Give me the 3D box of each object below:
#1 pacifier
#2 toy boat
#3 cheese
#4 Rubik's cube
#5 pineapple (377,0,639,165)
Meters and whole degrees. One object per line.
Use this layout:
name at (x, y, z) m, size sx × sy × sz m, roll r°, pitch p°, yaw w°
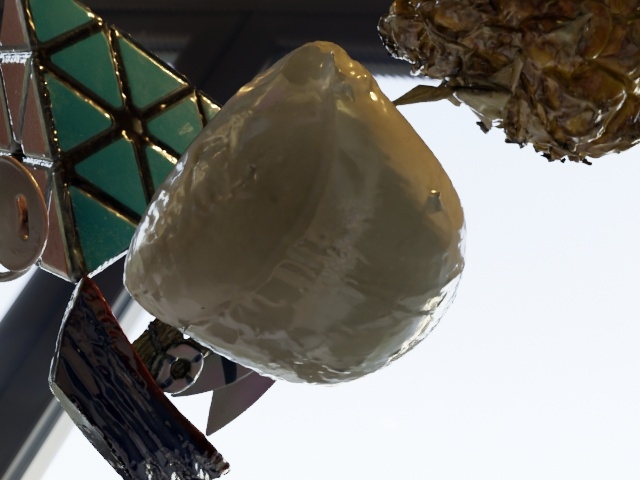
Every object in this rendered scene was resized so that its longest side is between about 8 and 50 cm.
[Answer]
pacifier at (-0.205, -0.010, 0.775) m, size 0.099 × 0.078 × 0.081 m, roll 9°, pitch -73°, yaw 29°
toy boat at (-0.082, 0.094, 1.154) m, size 0.072 × 0.318 × 0.219 m, roll 15°, pitch -62°, yaw 53°
cheese at (0.000, 0.000, 0.839) m, size 0.189 × 0.198 × 0.154 m, roll 35°, pitch 12°, yaw -39°
Rubik's cube at (-0.215, -0.080, 1.233) m, size 0.228 × 0.229 × 0.233 m, roll 29°, pitch -9°, yaw 17°
pineapple at (0.198, -0.162, 1.130) m, size 0.334 × 0.158 × 0.161 m, roll 11°, pitch -22°, yaw -8°
